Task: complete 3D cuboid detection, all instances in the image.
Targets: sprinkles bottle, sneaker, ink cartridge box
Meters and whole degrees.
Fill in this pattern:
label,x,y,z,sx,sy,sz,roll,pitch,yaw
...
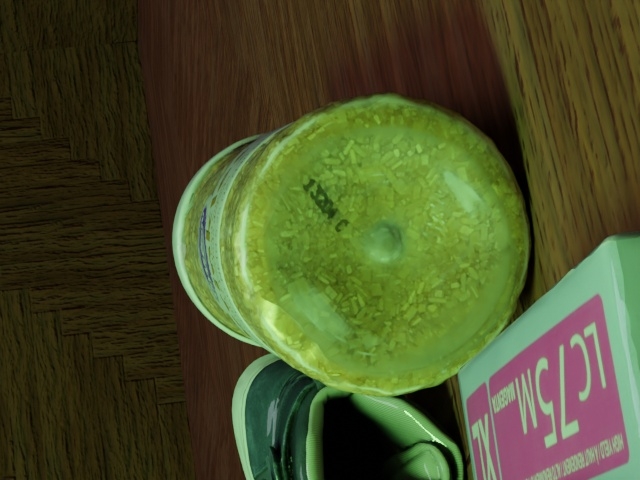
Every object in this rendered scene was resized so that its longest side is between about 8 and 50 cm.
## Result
label,x,y,z,sx,sy,sz,roll,pitch,yaw
sprinkles bottle,0.000,0.000,0.857,0.355,0.121,0.121,-179,84,-81
sneaker,0.026,0.169,0.922,0.163,0.086,0.226,-8,102,70
ink cartridge box,0.103,0.166,0.483,0.186,0.065,0.311,117,145,-74
